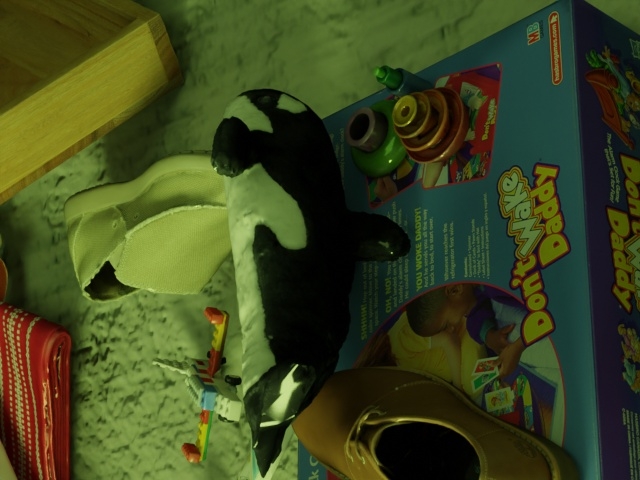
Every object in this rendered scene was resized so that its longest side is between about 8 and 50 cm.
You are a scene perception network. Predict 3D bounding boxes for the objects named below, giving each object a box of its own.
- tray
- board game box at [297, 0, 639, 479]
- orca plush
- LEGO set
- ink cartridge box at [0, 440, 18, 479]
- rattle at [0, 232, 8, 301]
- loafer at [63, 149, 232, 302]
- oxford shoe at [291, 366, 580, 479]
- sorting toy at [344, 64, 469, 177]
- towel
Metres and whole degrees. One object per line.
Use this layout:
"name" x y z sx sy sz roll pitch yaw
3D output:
"tray" -0.319 -0.167 1.387 0.411 0.203 0.076 29 147 45
"board game box" 0.092 0.057 0.968 0.233 0.078 0.347 -23 57 42
"orca plush" 0.000 0.000 0.951 0.287 0.102 0.151 -92 -12 -63
"LEGO set" -0.072 0.115 1.131 0.244 0.060 0.182 114 158 -48
"ink cartridge box" -0.369 0.195 1.316 0.119 0.207 0.353 -47 64 42
"rattle" -0.281 -0.050 1.449 0.200 0.142 0.130 58 148 7
"loafer" -0.102 -0.006 1.215 0.268 0.102 0.092 -15 75 53
"oxford shoe" 0.042 0.106 0.881 0.212 0.076 0.076 11 83 53
"sorting toy" 0.044 -0.076 0.987 0.102 0.042 0.061 -7 68 48
"towel" -0.299 0.141 1.408 0.274 0.031 0.199 15 107 46
